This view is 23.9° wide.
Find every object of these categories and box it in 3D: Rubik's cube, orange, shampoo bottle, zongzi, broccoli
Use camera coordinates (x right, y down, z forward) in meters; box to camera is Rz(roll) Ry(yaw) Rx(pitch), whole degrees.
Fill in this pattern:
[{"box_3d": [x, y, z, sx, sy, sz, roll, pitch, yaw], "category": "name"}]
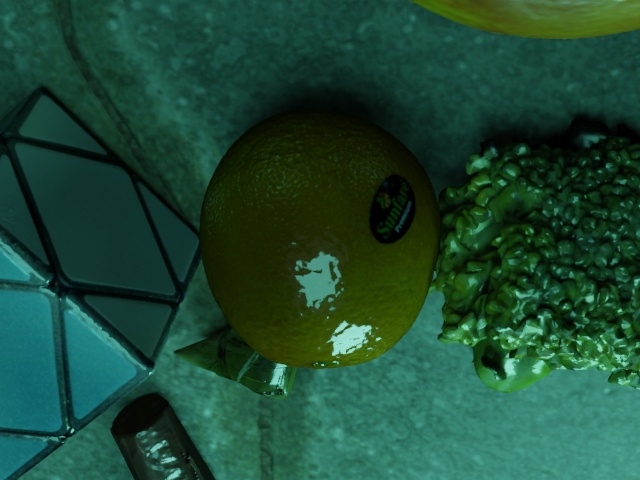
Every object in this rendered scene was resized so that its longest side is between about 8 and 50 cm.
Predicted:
[{"box_3d": [-0.247, 0.039, 1.230, 0.205, 0.207, 0.205, -37, 107, 27], "category": "Rubik's cube"}, {"box_3d": [0.000, 0.000, 1.164, 0.206, 0.206, 0.206, 4, 120, 7], "category": "orange"}, {"box_3d": [-0.123, 0.256, 1.411, 0.068, 0.067, 0.236, -20, 114, 10], "category": "shampoo bottle"}, {"box_3d": [-0.068, 0.076, 1.317, 0.113, 0.052, 0.104, 21, 114, 12], "category": "zongzi"}, {"box_3d": [0.188, 0.056, 1.181, 0.242, 0.180, 0.273, 24, 120, -6], "category": "broccoli"}]

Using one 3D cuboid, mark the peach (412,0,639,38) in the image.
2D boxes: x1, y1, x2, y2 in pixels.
[{"box_3d": [0.159, -0.301, 0.894, 0.388, 0.388, 0.388, 4, 120, 7], "category": "peach"}]
